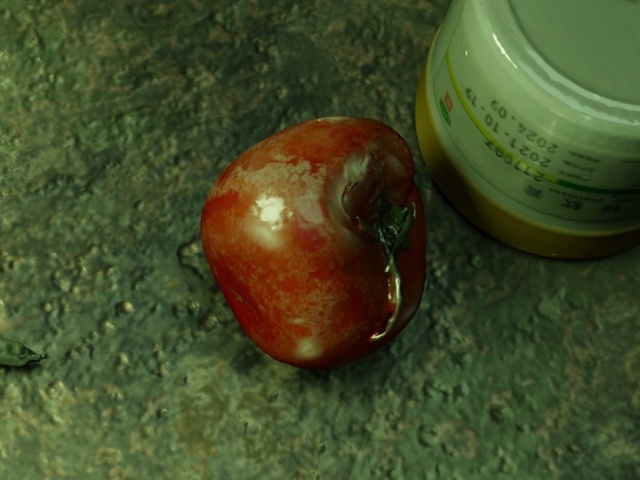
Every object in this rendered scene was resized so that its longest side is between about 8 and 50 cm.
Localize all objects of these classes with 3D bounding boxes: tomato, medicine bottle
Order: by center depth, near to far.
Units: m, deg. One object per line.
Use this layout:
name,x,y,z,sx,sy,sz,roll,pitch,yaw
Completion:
tomato,0.000,0.000,1.323,0.187,0.151,0.187,19,64,-46
medicine bottle,0.205,-0.133,1.356,0.238,0.232,0.238,3,68,-6

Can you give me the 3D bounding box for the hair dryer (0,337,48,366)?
hair dryer,-0.365,0.055,1.267,0.357,0.173,0.108,15,69,-22
